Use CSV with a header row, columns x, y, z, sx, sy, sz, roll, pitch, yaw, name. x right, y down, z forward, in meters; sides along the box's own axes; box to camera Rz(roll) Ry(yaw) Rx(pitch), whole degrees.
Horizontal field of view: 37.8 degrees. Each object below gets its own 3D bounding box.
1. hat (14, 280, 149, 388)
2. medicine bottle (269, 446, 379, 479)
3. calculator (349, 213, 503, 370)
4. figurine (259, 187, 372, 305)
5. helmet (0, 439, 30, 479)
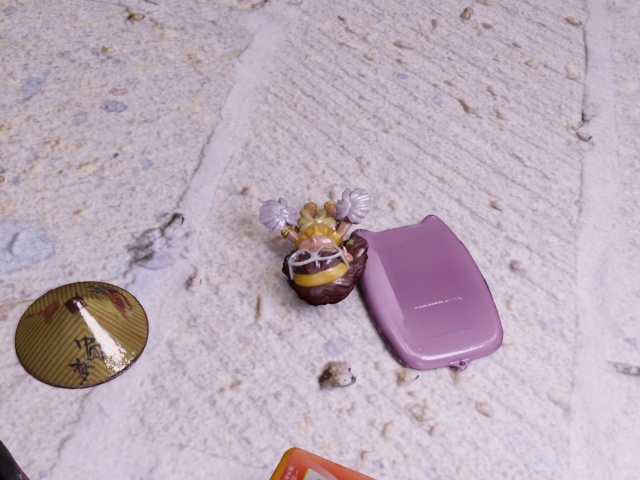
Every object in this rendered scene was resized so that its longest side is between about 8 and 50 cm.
x,y,z,sx,sy,sz,roll,pitch,yaw,name
-0.343,0.110,1.331,0.193,0.082,0.193,3,49,-3,hat
0.032,0.361,1.113,0.222,0.112,0.149,19,49,13,medicine bottle
0.162,0.074,1.431,0.194,0.043,0.294,-11,51,-15,calculator
0.000,0.002,1.434,0.175,0.116,0.240,-9,40,5,figurine
-0.391,0.363,1.054,0.198,0.154,0.253,-26,38,-6,helmet
